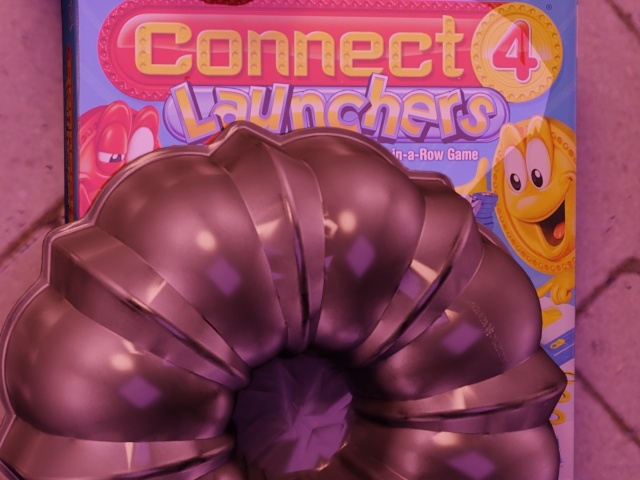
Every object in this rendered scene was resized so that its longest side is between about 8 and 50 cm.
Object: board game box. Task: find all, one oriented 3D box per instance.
[{"bbox_3d":[0.000,0.000,0.958,0.308,0.086,0.302,-1,94,-13],"label":"board game box"}]

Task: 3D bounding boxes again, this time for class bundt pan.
[{"bbox_3d":[-0.010,0.097,0.855,0.331,0.124,0.330,-1,93,-14],"label":"bundt pan"}]
